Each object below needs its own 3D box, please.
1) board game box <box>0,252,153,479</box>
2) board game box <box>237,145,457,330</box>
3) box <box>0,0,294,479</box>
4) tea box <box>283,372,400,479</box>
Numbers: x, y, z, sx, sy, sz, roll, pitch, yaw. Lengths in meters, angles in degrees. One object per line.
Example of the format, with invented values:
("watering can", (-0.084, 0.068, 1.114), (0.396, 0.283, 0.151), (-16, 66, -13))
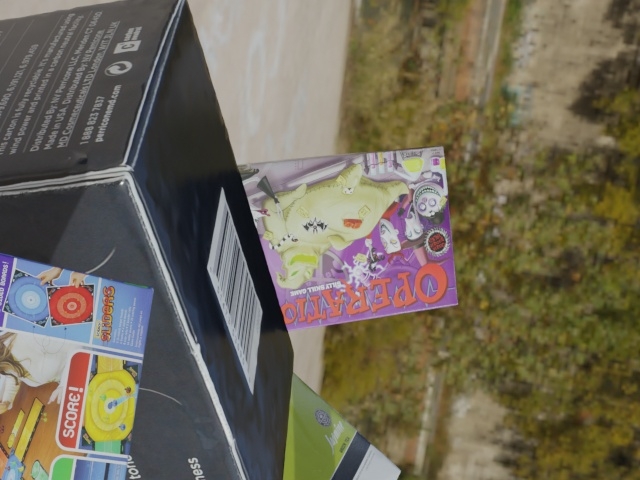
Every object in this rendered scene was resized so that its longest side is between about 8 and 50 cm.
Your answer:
("board game box", (-0.161, 0.108, 0.521), (0.035, 0.136, 0.201), (-11, -112, 51))
("board game box", (0.000, 0.000, 1.321), (0.056, 0.346, 0.208), (-166, -110, -67))
("box", (-0.307, 0.069, 1.022), (0.297, 0.471, 0.480), (-86, 166, -51))
("tea box", (-0.087, 0.440, 1.855), (0.220, 0.323, 0.329), (-44, -176, 35))
